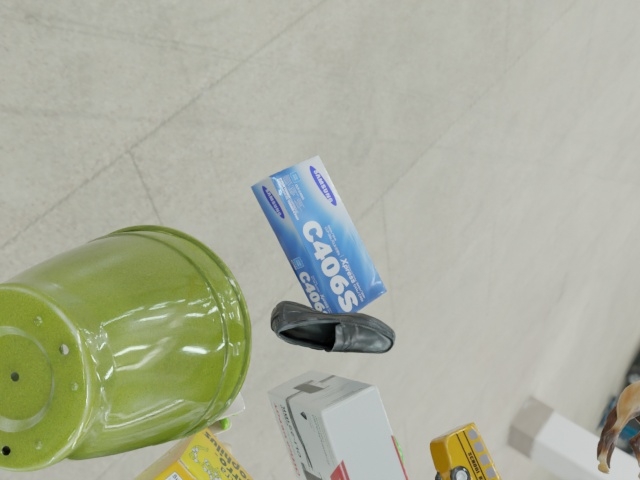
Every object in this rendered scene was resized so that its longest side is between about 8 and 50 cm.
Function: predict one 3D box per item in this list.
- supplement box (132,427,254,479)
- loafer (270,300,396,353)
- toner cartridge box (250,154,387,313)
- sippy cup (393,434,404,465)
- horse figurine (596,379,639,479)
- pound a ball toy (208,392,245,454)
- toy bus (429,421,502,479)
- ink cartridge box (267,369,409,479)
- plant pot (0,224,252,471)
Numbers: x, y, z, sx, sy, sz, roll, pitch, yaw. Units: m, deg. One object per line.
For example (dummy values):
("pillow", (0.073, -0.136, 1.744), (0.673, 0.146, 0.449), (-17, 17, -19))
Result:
("supplement box", (-0.335, 0.591, 1.536), (0.357, 0.194, 0.195), (-40, -177, 9))
("loafer", (0.023, 0.160, 1.235), (0.223, 0.078, 0.076), (13, 118, -15))
("toner cartridge box", (0.000, 0.000, 1.611), (0.165, 0.075, 0.347), (-30, 94, -44))
("sippy cup", (0.080, 0.644, 2.079), (0.224, 0.305, 0.240), (0, 136, -40))
("horse figurine", (0.468, 0.238, 0.978), (0.263, 0.066, 0.174), (-31, -154, 55))
("pound a ball toy", (-0.318, 0.392, 1.863), (0.136, 0.319, 0.208), (-11, 150, -34))
("toy bus", (0.388, 0.634, 1.817), (0.130, 0.332, 0.108), (-19, 165, -22))
("ink cartridge box", (0.024, 0.356, 1.325), (0.114, 0.273, 0.196), (-20, 94, -23))
("plant pot", (-0.337, 0.164, 1.063), (0.366, 0.367, 0.353), (-66, 166, 9))
